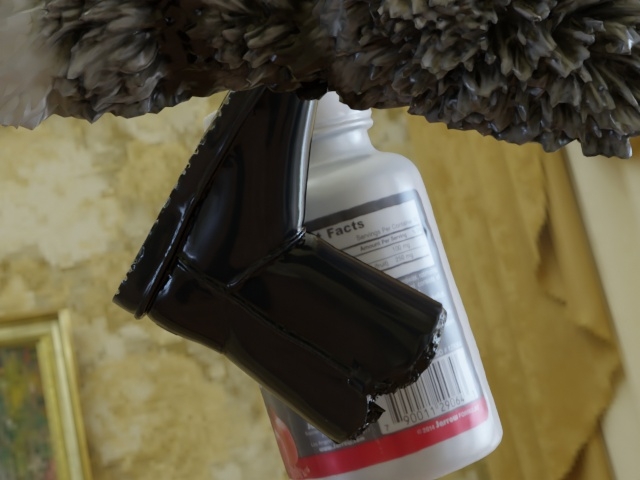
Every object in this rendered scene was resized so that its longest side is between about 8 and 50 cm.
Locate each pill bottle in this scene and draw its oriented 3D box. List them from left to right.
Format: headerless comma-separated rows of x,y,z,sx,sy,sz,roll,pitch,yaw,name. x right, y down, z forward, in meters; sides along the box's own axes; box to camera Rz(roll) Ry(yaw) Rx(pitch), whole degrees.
0.016,0.035,1.193,0.176,0.319,0.176,-18,-1,0,pill bottle

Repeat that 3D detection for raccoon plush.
0.062,-0.199,0.632,0.446,0.216,0.299,-15,-55,-27,raccoon plush

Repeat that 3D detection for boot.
0.000,0.000,1.009,0.246,0.207,0.094,-59,4,22,boot
